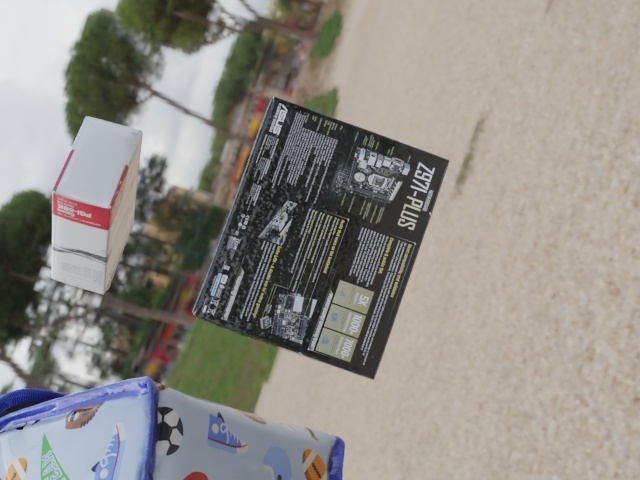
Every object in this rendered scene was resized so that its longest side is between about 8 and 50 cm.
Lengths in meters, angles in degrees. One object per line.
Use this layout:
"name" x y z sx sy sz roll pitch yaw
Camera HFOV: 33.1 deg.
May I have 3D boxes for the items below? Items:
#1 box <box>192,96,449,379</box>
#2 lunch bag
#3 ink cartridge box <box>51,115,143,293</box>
"box" 0.000 0.000 0.841 0.077 0.147 0.180 117 172 -84
"lunch bag" -0.212 0.297 1.190 0.385 0.328 0.238 -19 59 35
"ink cartridge box" -0.208 -0.031 0.996 0.135 0.056 0.099 109 176 -51
